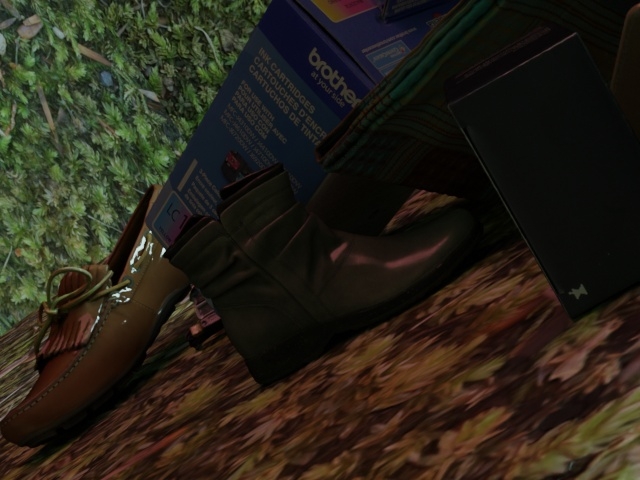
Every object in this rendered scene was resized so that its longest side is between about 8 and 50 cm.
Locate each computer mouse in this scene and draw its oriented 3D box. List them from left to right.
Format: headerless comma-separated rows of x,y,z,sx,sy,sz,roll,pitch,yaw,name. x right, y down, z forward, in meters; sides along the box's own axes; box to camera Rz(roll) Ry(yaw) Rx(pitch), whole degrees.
-0.111,0.072,1.559,0.106,0.042,0.193,-36,14,1,computer mouse

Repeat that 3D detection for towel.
0.198,-0.160,1.112,0.271,0.040,0.370,8,-44,-47,towel

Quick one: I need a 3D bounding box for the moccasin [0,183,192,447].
-0.252,0.078,1.536,0.139,0.147,0.380,-28,22,53,moccasin

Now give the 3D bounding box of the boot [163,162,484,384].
0.000,0.000,1.130,0.246,0.161,0.083,-31,8,7,boot

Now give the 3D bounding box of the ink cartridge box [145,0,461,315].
0.031,-0.130,1.296,0.270,0.151,0.395,-28,-17,-46,ink cartridge box

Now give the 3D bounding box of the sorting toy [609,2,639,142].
0.306,-0.192,0.993,0.229,0.041,0.307,-41,-25,-21,sorting toy

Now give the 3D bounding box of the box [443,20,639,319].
0.157,-0.053,0.878,0.093,0.156,0.158,-30,9,10,box
